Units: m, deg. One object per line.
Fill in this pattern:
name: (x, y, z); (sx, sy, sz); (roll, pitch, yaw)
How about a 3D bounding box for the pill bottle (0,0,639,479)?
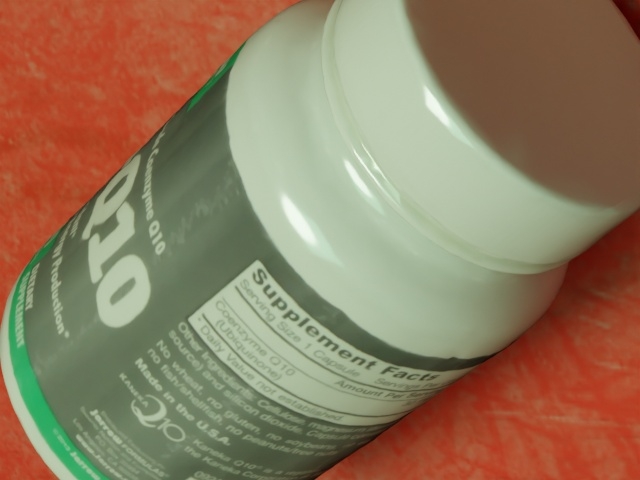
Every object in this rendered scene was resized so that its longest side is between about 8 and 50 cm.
pill bottle: (0.000, 0.000, 1.030); (0.204, 0.204, 0.361); (54, 131, 5)
